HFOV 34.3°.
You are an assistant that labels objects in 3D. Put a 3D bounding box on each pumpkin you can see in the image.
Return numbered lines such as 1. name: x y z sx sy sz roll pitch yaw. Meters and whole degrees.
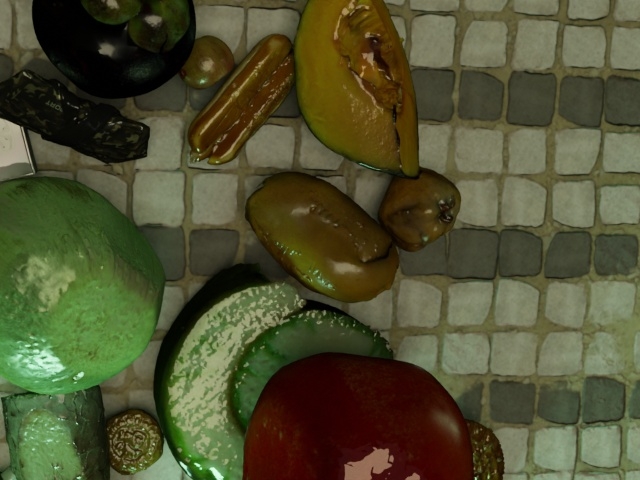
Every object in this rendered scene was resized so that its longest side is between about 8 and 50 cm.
1. pumpkin: 0.054 -0.234 1.538 0.148 0.169 0.312 -8 93 17

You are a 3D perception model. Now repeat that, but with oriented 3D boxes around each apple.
1. apple: -0.169 -0.259 1.500 0.084 0.084 0.071 -32 104 -5

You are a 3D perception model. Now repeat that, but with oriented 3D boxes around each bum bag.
1. bum bag: -0.348 -0.168 1.443 0.248 0.102 0.069 19 68 -32

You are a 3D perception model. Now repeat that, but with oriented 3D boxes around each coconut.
1. coconut: -0.377 0.051 1.407 0.328 0.328 0.281 17 102 -13

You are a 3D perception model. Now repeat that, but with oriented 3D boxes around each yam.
1. yam: -0.373 0.313 1.498 0.154 0.154 0.254 -9 106 -10

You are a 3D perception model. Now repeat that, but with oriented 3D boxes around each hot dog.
1. hot dog: -0.115 -0.202 1.526 0.236 0.062 0.092 -48 121 -6

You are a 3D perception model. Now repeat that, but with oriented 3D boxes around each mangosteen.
1. mangosteen: -0.275 -0.305 1.395 0.243 0.243 0.243 -2 99 -11

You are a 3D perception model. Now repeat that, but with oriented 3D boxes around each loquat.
1. loquat: 0.151 -0.048 1.571 0.113 0.137 0.137 37 91 -25

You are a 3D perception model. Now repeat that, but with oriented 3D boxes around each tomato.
1. tomato: 0.048 0.317 1.397 0.293 0.290 0.325 11 87 -13

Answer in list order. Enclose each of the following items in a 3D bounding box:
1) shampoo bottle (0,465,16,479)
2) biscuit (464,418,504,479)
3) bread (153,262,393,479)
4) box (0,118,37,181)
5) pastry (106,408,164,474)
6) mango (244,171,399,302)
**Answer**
1. shampoo bottle: -0.510 0.404 1.551 0.204 0.065 0.065 -44 104 -2
2. biscuit: 0.169 0.412 1.637 0.305 0.038 0.305 -15 122 -25
3. bread: -0.067 0.216 1.572 0.366 0.129 0.382 -16 101 -11
4. box: -0.482 -0.144 1.471 0.129 0.051 0.130 -13 102 -9
5. pastry: -0.287 0.306 1.583 0.097 0.057 0.109 8 95 -7
6. mango: 0.000 0.000 1.540 0.248 0.156 0.151 35 121 -7
